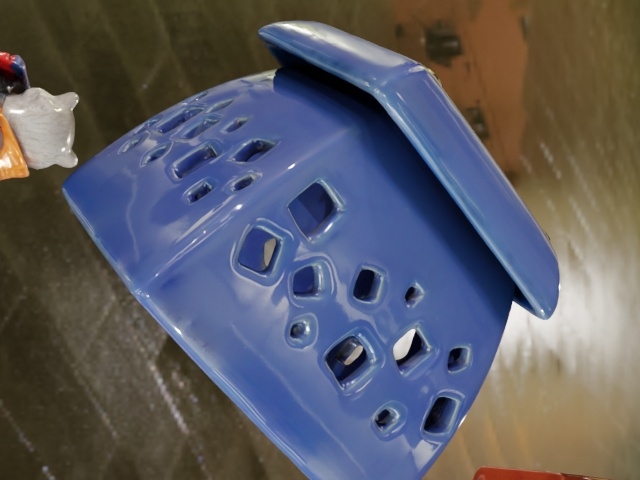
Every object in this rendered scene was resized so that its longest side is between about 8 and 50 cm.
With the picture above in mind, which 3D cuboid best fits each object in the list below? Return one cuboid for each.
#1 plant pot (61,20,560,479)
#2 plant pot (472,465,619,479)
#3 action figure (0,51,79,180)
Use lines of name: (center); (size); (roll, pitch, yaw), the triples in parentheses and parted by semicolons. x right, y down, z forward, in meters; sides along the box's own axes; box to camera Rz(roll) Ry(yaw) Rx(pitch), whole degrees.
plant pot: (0.000, 0.000, 0.738); (0.236, 0.212, 0.236); (49, -4, -29)
plant pot: (0.287, 0.389, 1.299); (0.235, 0.267, 0.267); (27, 72, -18)
action figure: (-0.384, -0.085, 1.058); (0.341, 0.330, 0.179); (90, -6, -75)
